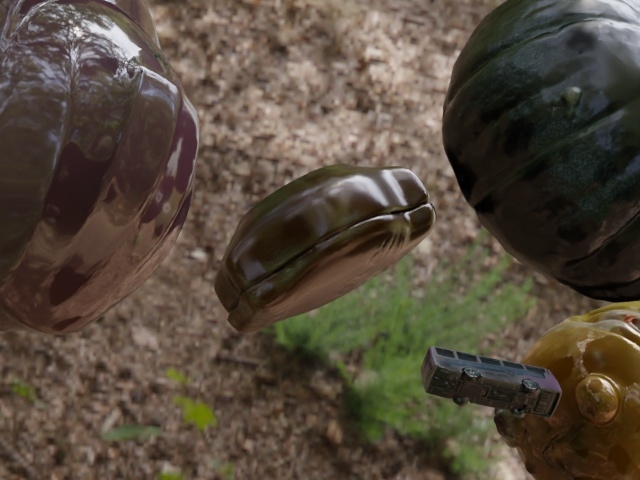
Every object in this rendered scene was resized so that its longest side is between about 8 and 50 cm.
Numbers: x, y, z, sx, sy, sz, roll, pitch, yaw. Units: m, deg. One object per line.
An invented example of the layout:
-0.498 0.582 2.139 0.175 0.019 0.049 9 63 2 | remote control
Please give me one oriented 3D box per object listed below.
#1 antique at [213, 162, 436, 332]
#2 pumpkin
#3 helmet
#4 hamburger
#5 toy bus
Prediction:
0.000 0.000 1.539 0.278 0.223 0.129 -27 79 -19 | antique
0.304 -0.113 1.420 0.363 0.266 0.363 30 38 -27 | pumpkin
-0.219 -0.062 1.137 0.197 0.271 0.338 37 85 35 | helmet
0.350 0.219 1.596 0.276 0.276 0.237 35 39 29 | hamburger
0.161 0.134 1.239 0.130 0.037 0.052 12 26 -12 | toy bus
